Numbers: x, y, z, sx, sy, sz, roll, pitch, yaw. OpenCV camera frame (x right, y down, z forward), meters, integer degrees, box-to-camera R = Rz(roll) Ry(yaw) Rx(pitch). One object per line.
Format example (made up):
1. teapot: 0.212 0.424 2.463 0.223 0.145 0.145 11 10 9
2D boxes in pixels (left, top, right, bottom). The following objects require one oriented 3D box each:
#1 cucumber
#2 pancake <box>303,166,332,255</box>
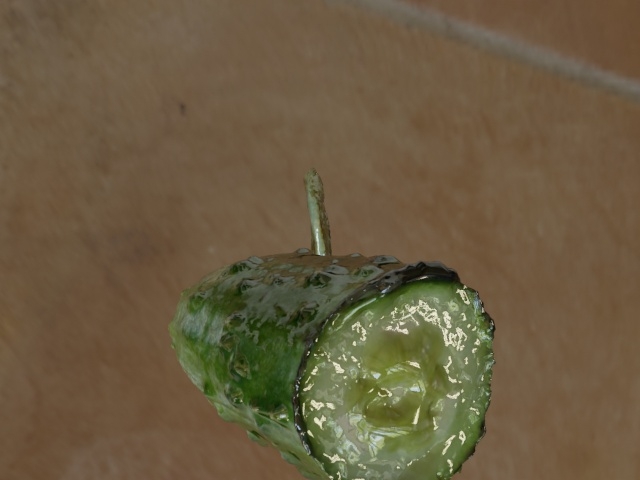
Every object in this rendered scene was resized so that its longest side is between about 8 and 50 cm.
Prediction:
1. cucumber: -0.017 0.064 1.086 0.244 0.134 0.134 9 65 55
2. pancake: 0.000 -0.001 1.382 0.017 0.108 0.108 -5 70 -2
